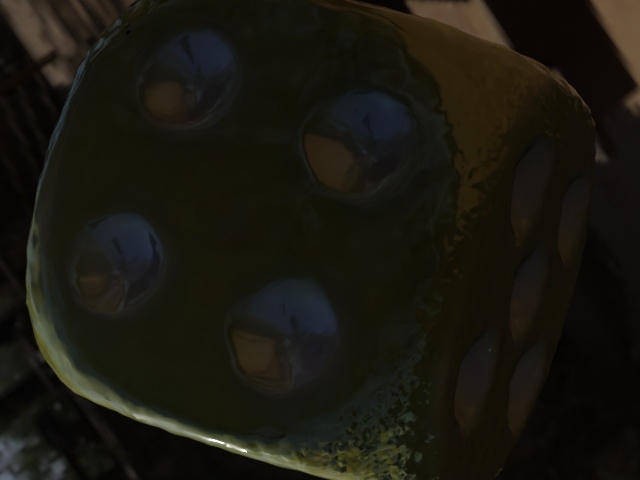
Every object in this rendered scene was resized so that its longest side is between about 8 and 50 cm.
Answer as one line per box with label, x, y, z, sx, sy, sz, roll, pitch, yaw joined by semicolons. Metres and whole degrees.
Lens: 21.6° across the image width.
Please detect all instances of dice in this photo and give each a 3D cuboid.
dice;0.000;0.000;0.898;0.238;0.233;0.227;14;178;24
